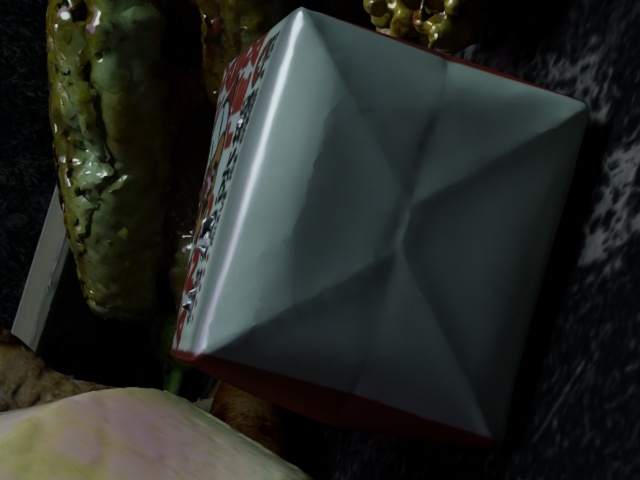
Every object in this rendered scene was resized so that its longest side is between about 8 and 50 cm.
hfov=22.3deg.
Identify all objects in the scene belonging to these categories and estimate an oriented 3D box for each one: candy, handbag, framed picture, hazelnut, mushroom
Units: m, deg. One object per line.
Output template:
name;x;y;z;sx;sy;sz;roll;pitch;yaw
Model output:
candy;-0.130;0.147;1.397;0.062;0.058;0.194;19;-101;-63
handbag;0.000;0.000;0.809;0.298;0.151;0.171;173;114;-76
framed picture;-0.203;0.088;1.481;0.446;0.028;0.326;12;-85;-82
hazelnut;0.006;-0.184;1.209;0.086;0.086;0.086;-161;90;-77
mushroom;-0.117;0.122;0.968;0.227;0.217;0.148;-96;28;-61

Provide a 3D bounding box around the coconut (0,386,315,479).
coconut;-0.088;0.198;0.727;0.259;0.259;0.259;-161;90;-77

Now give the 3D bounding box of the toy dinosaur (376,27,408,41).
toy dinosaur;0.030;-0.019;0.971;0.142;0.057;0.212;-45;43;27

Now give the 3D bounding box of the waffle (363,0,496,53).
waffle;0.079;-0.196;0.852;0.197;0.070;0.193;-51;-20;-76

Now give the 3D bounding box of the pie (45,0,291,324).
pie;-0.110;-0.136;1.211;0.418;0.180;0.395;-105;9;-67
